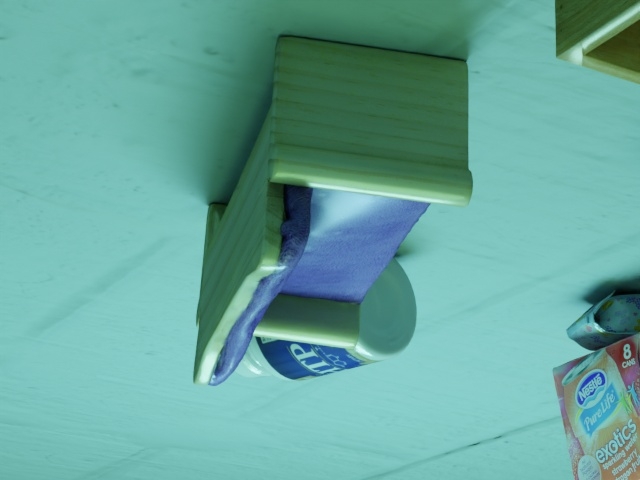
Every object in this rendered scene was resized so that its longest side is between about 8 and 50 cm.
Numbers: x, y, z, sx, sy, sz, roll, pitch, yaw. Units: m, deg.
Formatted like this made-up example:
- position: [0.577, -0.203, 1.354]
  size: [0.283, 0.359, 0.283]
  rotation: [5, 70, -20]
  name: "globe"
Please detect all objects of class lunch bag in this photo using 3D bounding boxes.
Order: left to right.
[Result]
- position: [0.299, 0.082, 1.636]
  size: [0.083, 0.053, 0.071]
  rotation: [-4, 162, -13]
  name: "lunch bag"

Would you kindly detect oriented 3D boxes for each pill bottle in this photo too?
- position: [-0.009, 0.078, 1.578]
  size: [0.112, 0.112, 0.186]
  rotation: [21, 152, -40]
  name: "pill bottle"

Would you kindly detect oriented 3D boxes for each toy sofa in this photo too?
- position: [0.000, 0.000, 1.292]
  size: [0.150, 0.177, 0.362]
  rotation: [7, 157, -11]
  name: "toy sofa"

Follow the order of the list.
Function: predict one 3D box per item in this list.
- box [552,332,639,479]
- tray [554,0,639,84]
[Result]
- position: [0.409, 0.172, 1.651]
  size: [0.300, 0.142, 0.154]
  rotation: [-1, 163, -29]
  name: "box"
- position: [0.337, -0.190, 0.915]
  size: [0.203, 0.076, 0.411]
  rotation: [13, 155, -26]
  name: "tray"
